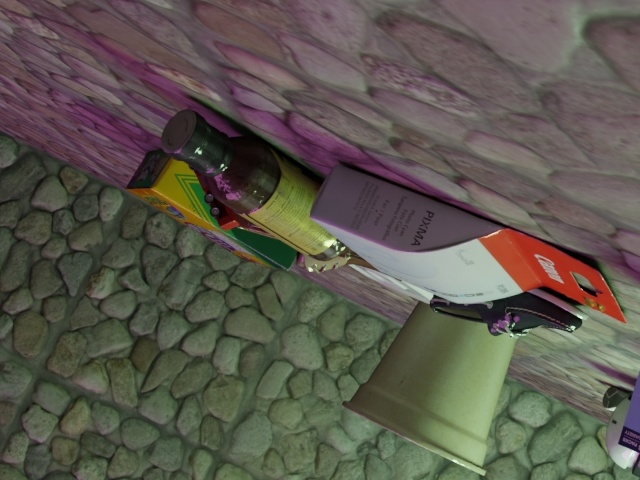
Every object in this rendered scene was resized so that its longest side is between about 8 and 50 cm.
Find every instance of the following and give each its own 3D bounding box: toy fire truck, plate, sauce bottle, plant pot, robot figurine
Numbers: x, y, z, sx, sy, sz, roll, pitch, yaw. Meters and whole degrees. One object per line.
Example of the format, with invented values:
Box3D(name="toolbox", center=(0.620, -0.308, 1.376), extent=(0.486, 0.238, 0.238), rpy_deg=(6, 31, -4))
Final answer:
Box3D(name="toy fire truck", center=(-0.121, -0.084, 1.856), extent=(0.047, 0.135, 0.192), rpy_deg=(56, -171, -79))
Box3D(name="plate", center=(0.135, 0.058, 2.256), extent=(0.278, 0.045, 0.277), rpy_deg=(22, 173, 42))
Box3D(name="sauce bottle", center=(-0.086, -0.081, 1.676), extent=(0.111, 0.111, 0.344), rpy_deg=(20, 170, 46))
Box3D(name="plant pot", center=(0.260, 0.286, 2.433), extent=(0.333, 0.306, 0.334), rpy_deg=(26, 175, 3))
Box3D(name="robot figurine", center=(0.710, 0.410, 2.281), extent=(0.278, 0.173, 0.209), rpy_deg=(24, 139, 17))

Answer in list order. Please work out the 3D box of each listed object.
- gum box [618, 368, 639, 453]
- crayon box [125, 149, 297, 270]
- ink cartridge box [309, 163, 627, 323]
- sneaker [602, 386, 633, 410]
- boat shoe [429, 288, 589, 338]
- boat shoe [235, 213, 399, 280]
Box3D(name="gum box", center=(0.461, 0.193, 1.384), extent=(0.157, 0.184, 0.041), rpy_deg=(22, -160, 32))
Box3D(name="crayon box", center=(-0.220, -0.065, 2.345), extent=(0.313, 0.106, 0.363), rpy_deg=(30, 173, -16))
Box3D(name="ink cartridge box", center=(0.209, 0.039, 1.568), extent=(0.385, 0.091, 0.308), rpy_deg=(25, 174, 26))
Box3D(name="sneaker", center=(0.681, 0.364, 2.541), extent=(0.061, 0.054, 0.152), rpy_deg=(25, 174, -19))
Box3D(name="boat shoe", center=(0.290, 0.109, 1.802), extent=(0.114, 0.091, 0.302), rpy_deg=(29, 173, -31))
Box3D(name="boat shoe", center=(0.000, 0.000, 1.969), extent=(0.324, 0.116, 0.123), rpy_deg=(26, 174, -2))
